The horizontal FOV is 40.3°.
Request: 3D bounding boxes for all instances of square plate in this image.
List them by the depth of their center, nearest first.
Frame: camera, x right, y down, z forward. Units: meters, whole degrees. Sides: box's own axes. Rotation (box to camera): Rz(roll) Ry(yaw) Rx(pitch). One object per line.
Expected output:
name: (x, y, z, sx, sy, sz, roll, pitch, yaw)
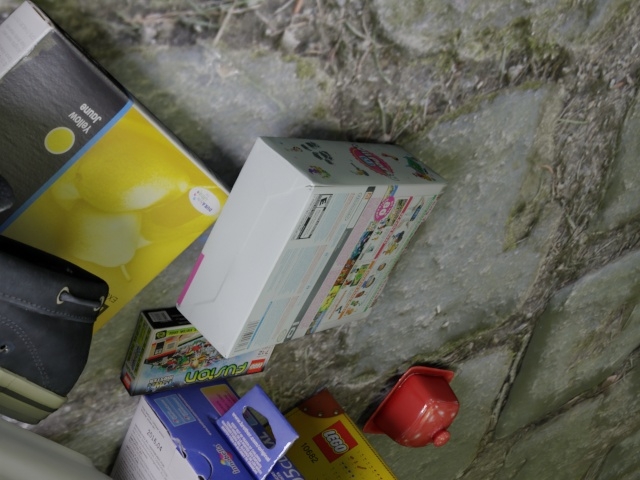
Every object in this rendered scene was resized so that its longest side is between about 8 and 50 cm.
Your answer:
square plate: (-0.355, 0.141, 0.736, 0.344, 0.347, 0.049, 51, 57, -54)

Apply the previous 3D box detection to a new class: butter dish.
butter dish: (0.183, 0.313, 1.539, 0.160, 0.118, 0.160, 18, 112, -49)

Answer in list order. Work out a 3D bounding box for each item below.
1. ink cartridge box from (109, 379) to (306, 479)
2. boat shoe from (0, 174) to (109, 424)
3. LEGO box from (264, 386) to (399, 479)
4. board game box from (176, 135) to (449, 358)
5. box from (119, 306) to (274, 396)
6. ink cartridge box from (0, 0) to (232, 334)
ink cartridge box: (-0.156, 0.376, 1.163, 0.151, 0.270, 0.396, -6, 130, -44)
boat shoe: (-0.315, -0.014, 0.616, 0.156, 0.186, 0.500, -56, 149, -13)
LEGO box: (0.091, 0.540, 1.359, 0.193, 0.500, 0.373, -31, 142, -15)
board game box: (0.000, 0.000, 1.029, 0.303, 0.097, 0.224, -5, 130, -56)
box: (-0.147, 0.134, 1.129, 0.207, 0.036, 0.114, -5, 129, -40)
ink cartridge box: (-0.276, -0.020, 0.836, 0.307, 0.072, 0.303, -45, 143, 0)
